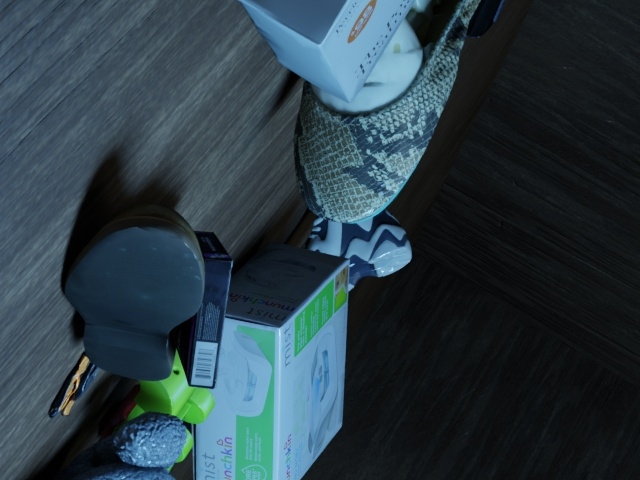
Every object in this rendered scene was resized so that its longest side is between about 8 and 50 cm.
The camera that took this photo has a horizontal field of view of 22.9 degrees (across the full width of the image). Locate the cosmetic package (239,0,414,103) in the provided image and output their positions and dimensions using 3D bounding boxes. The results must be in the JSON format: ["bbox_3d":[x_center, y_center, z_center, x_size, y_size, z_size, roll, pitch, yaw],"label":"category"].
[{"bbox_3d":[0.076,-0.324,1.414,0.377,0.097,0.284,-59,170,0],"label":"cosmetic package"}]

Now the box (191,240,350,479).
[{"bbox_3d":[-0.065,0.169,2.034,0.231,0.127,0.262,-44,140,-59],"label":"box"}]

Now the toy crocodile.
[{"bbox_3d":[-0.205,0.225,1.804,0.115,0.105,0.340,-55,177,-32],"label":"toy crocodile"}]

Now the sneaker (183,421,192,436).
[{"bbox_3d":[-0.122,0.181,2.165,0.232,0.090,0.081,-60,173,14],"label":"sneaker"}]

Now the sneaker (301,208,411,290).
[{"bbox_3d":[0.000,0.000,2.286,0.235,0.153,0.094,-25,151,5],"label":"sneaker"}]

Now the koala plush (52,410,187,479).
[{"bbox_3d":[-0.232,0.312,1.603,0.203,0.196,0.221,-23,-174,23],"label":"koala plush"}]

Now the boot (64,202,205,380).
[{"bbox_3d":[-0.152,0.019,1.353,0.305,0.112,0.115,115,-11,-66],"label":"boot"}]

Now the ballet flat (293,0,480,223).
[{"bbox_3d":[0.087,-0.254,1.672,0.483,0.164,0.182,-61,153,-24],"label":"ballet flat"}]

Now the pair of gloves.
[{"bbox_3d":[-0.236,0.141,1.539,0.074,0.010,0.083,-59,174,0],"label":"pair of gloves"}]

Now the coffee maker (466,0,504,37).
[{"bbox_3d":[0.200,-0.367,2.098,0.171,0.120,0.178,-25,153,-33],"label":"coffee maker"}]

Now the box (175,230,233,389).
[{"bbox_3d":[-0.108,0.059,1.434,0.162,0.029,0.116,-134,-129,-78],"label":"box"}]
